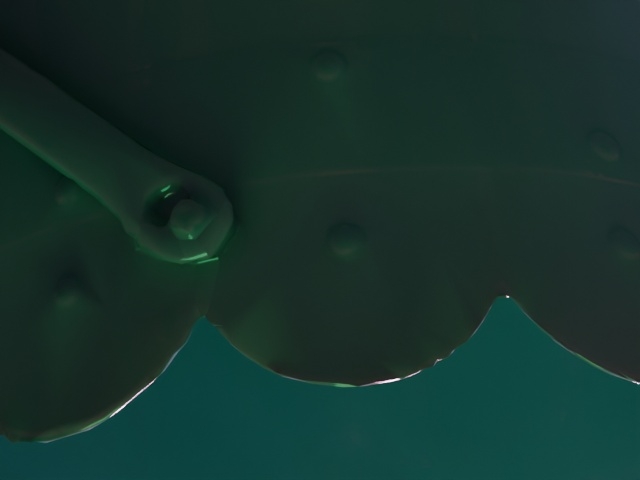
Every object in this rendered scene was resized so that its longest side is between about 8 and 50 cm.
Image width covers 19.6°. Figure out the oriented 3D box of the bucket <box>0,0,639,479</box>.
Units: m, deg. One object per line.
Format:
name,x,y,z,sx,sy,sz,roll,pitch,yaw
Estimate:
bucket,0.000,0.000,0.502,0.281,0.183,0.281,-5,156,-2
